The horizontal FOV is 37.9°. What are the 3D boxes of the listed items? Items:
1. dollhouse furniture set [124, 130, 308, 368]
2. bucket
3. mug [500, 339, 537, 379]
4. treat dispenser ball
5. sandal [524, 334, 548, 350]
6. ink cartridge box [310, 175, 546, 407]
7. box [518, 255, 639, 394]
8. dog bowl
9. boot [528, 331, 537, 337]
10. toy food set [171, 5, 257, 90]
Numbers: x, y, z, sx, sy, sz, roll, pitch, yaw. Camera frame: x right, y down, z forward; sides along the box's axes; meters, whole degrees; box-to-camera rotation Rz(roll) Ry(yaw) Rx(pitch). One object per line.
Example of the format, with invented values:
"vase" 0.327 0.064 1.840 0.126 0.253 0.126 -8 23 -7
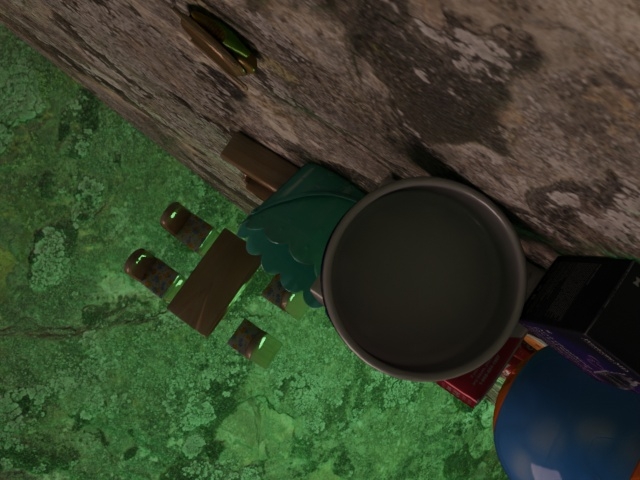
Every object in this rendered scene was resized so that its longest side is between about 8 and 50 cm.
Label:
"dollhouse furniture set" -0.187 0.009 2.005 0.362 0.394 0.256 33 173 21
"bucket" 0.000 0.000 1.772 0.281 0.183 0.281 37 165 11
"mug" 0.421 0.263 1.972 0.169 0.113 0.150 31 -161 6
"treat dispenser ball" 0.421 0.303 1.494 0.288 0.288 0.288 35 174 4
"sandal" 0.505 0.282 1.876 0.265 0.076 0.102 34 174 5
"ink cartridge box" 0.171 0.079 1.428 0.306 0.226 0.131 33 174 12
"box" 0.363 0.105 1.150 0.153 0.108 0.207 37 174 -8
"dog bowl" 0.132 0.050 1.237 0.265 0.265 0.104 35 176 -3
"boot" 0.280 0.096 1.602 0.207 0.090 0.248 17 -163 2
"toy food set" -0.141 -0.277 1.305 0.132 0.038 0.192 42 179 0
